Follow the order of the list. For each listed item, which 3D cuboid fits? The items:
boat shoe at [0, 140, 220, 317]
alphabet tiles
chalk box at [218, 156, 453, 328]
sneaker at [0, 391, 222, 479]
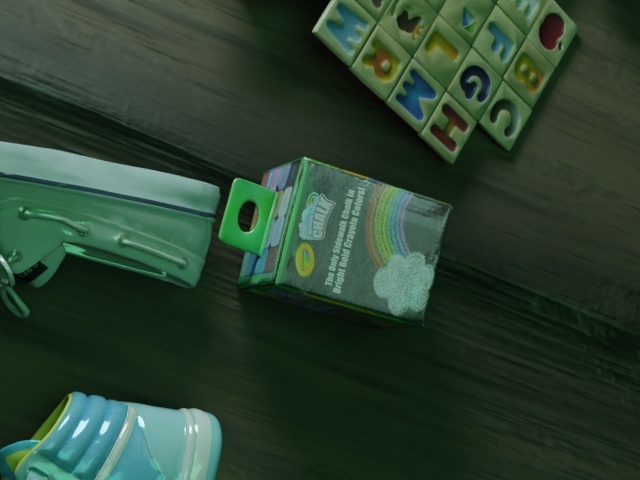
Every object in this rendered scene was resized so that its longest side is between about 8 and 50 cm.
[{"bbox_3d":[-0.277,-0.006,1.414,0.367,0.136,0.157,10,85,-29],"label":"boat shoe"},{"bbox_3d":[0.136,-0.262,1.582,0.342,0.011,0.285,40,72,-32],"label":"alphabet tiles"},{"bbox_3d":[0.000,0.000,1.505,0.213,0.132,0.132,17,81,-17],"label":"chalk box"},{"bbox_3d":[-0.228,0.292,1.404,0.208,0.127,0.319,19,70,-19],"label":"sneaker"}]
